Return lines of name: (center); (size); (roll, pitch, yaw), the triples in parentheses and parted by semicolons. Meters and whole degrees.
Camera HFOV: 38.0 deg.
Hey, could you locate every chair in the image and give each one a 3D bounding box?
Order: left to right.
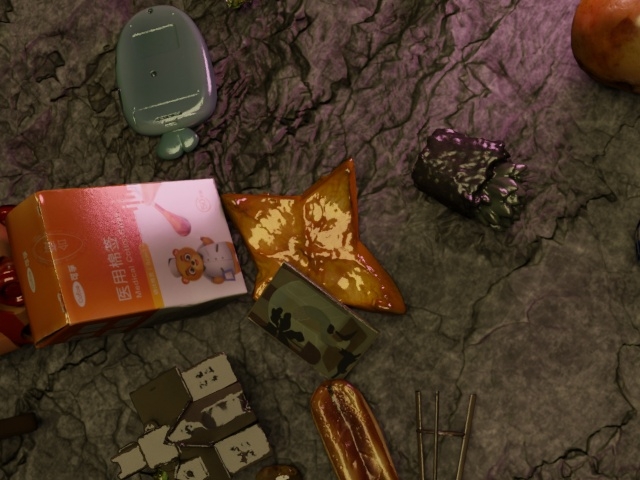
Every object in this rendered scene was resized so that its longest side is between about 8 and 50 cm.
chair: (0.200, 0.357, 1.524); (0.095, 0.104, 0.221); (9, 80, -8)

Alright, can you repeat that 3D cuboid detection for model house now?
model house: (-0.226, 0.318, 1.517); (0.243, 0.204, 0.211); (-26, 81, -9)

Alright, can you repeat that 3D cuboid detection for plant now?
plant: (0.261, -0.105, 1.563); (0.194, 0.129, 0.132); (27, 86, 15)

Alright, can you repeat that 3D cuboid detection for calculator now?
calculator: (-0.289, -0.296, 1.725); (0.185, 0.041, 0.299); (-13, 78, 7)

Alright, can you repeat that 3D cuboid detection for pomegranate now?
pomegranate: (0.524, -0.350, 1.516); (0.215, 0.215, 0.215); (-1, 81, 9)

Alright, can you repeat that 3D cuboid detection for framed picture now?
framed picture: (-0.015, 0.142, 1.580); (0.201, 0.010, 0.136); (37, 118, 2)

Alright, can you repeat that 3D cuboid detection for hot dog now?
hot dog: (0.060, 0.349, 1.557); (0.100, 0.068, 0.249); (-21, 81, -8)

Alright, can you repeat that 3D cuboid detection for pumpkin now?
pumpkin: (-0.014, 0.023, 1.605); (0.258, 0.095, 0.290); (-17, 86, 9)

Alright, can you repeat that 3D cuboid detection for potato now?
potato: (-0.071, 0.408, 1.582); (0.083, 0.040, 0.051); (-9, 75, 6)

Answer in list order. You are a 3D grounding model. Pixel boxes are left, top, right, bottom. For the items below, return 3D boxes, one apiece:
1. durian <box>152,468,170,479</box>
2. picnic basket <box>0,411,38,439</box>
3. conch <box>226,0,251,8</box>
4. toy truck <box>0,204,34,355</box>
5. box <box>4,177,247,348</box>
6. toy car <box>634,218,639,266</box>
durian: (-0.243, 0.449, 1.589); (0.100, 0.086, 0.215); (-7, 77, -6)
picnic basket: (-0.676, 0.354, 1.579); (0.321, 0.254, 0.291); (-18, 80, 20)
conch: (-0.145, -0.487, 1.714); (0.089, 0.074, 0.121); (2, 77, 20)
toy truck: (-0.572, 0.093, 1.610); (0.239, 0.265, 0.189); (-22, 48, 1)
box: (-0.320, 0.030, 1.529); (0.143, 0.341, 0.225); (-30, 73, 48)
toy car: (0.556, 0.008, 1.522); (0.070, 0.080, 0.171); (-2, 81, 9)
